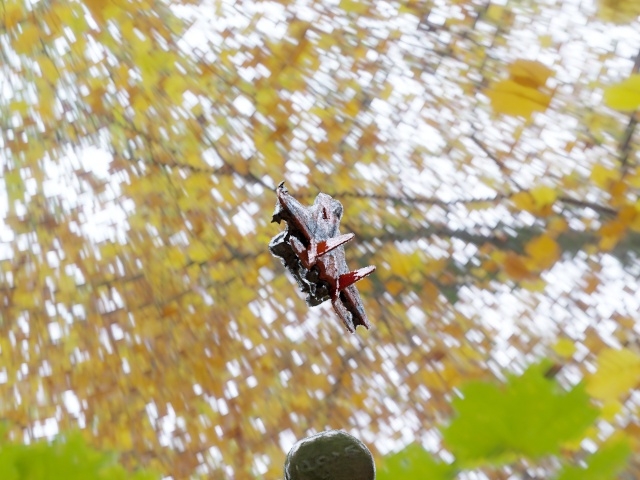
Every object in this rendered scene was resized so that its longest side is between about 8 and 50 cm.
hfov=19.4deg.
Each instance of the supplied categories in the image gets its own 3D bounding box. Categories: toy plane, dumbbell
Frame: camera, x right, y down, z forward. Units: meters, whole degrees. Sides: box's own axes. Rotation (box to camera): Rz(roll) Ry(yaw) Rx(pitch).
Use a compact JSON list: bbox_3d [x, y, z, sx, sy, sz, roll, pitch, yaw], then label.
[{"bbox_3d":[-0.003,0.002,1.419,0.061,0.189,0.130,-34,-72,4],"label":"toy plane"},{"bbox_3d":[-0.004,0.154,1.044,0.052,0.046,0.118,-13,-35,-23],"label":"dumbbell"}]
